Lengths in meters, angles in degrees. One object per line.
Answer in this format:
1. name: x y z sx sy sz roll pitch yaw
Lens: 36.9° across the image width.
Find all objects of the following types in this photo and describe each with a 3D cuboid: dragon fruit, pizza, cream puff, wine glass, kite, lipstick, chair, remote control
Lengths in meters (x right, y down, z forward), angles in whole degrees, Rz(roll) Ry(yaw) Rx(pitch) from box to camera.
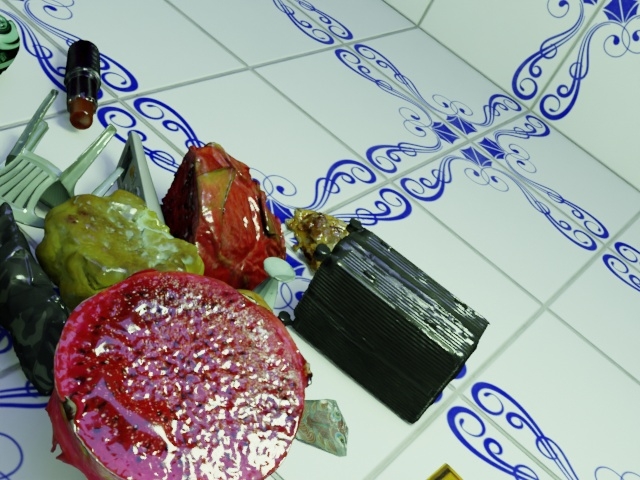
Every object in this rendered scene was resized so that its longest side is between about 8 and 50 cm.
1. dragon fruit: -0.211 0.245 1.385 0.371 0.249 0.386 -11 58 -29
2. pizza: 0.002 -0.001 2.050 0.154 0.069 0.194 21 32 -15
3. cream puff: -0.342 0.048 1.614 0.281 0.185 0.282 19 33 -13
4. wine glass: -0.106 0.105 1.750 0.073 0.155 0.073 22 30 -14
5. kite: -0.053 0.301 1.661 0.229 0.016 0.127 20 31 -20
6. dragon fruit: -0.188 -0.033 1.880 0.240 0.302 0.330 13 4 36
7. lipstick: -0.518 -0.337 2.088 0.081 0.081 0.300 14 36 -23
8. chair: -0.503 -0.119 1.723 0.203 0.190 0.275 30 61 1
9. remote control: -0.341 -0.076 1.848 0.055 0.109 0.313 9 39 -28

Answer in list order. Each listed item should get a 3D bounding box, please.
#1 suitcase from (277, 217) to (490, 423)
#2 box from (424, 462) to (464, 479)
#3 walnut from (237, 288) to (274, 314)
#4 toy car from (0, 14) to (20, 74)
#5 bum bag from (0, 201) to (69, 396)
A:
1. suitcase: 0.114 0.155 1.788 0.335 0.230 0.152 38 42 11
2. box: 0.174 0.500 1.503 0.193 0.084 0.301 43 35 19
3. walnut: -0.160 0.165 1.632 0.159 0.159 0.206 42 39 17
4. toy car: -0.721 -0.359 1.917 0.125 0.136 0.306 54 36 11
5. bum bag: -0.469 0.084 1.505 0.095 0.144 0.340 -6 47 -39
